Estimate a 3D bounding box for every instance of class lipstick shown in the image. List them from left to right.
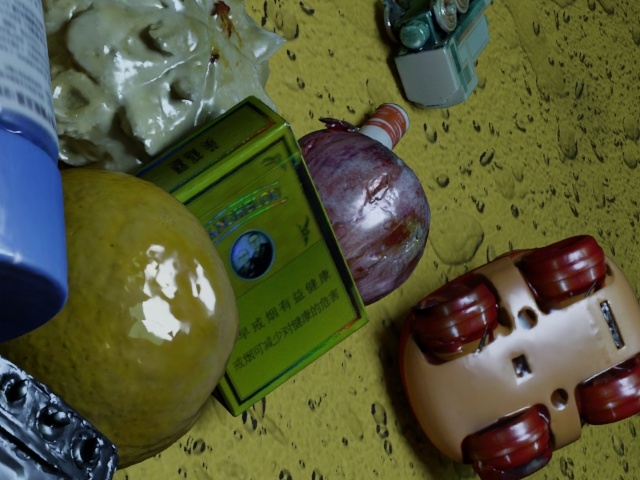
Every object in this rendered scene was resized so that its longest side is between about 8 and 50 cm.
[{"bbox_3d":[0.046,-0.088,1.770,0.038,0.038,0.130,61,35,-17],"label":"lipstick"}]

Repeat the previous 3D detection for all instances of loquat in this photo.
[{"bbox_3d":[-0.159,0.055,1.248,0.208,0.208,0.208,30,52,-47],"label":"loquat"}]

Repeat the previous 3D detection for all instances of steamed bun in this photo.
[{"bbox_3d":[-0.120,-0.136,1.461,0.295,0.137,0.292,-24,99,-59],"label":"steamed bun"}]

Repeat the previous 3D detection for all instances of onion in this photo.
[{"bbox_3d":[0.000,0.000,1.580,0.195,0.159,0.159,-45,116,-22],"label":"onion"}]

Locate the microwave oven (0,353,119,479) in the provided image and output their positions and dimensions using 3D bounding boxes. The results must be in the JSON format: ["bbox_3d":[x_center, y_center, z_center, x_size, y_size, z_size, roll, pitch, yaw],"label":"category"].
[{"bbox_3d":[-0.243,0.195,1.068,0.178,0.188,0.247,45,41,-37],"label":"microwave oven"}]

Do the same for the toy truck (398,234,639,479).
[{"bbox_3d":[0.185,0.104,1.786,0.265,0.239,0.189,-24,96,-16],"label":"toy truck"}]

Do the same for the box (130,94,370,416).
[{"bbox_3d":[-0.060,0.014,1.425,0.141,0.064,0.220,-34,129,-14],"label":"box"}]

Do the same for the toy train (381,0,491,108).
[{"bbox_3d":[0.130,-0.222,1.931,0.194,0.081,0.125,-52,129,-55],"label":"toy train"}]

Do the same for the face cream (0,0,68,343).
[{"bbox_3d":[-0.278,-0.060,1.081,0.249,0.249,0.225,19,59,-52],"label":"face cream"}]
